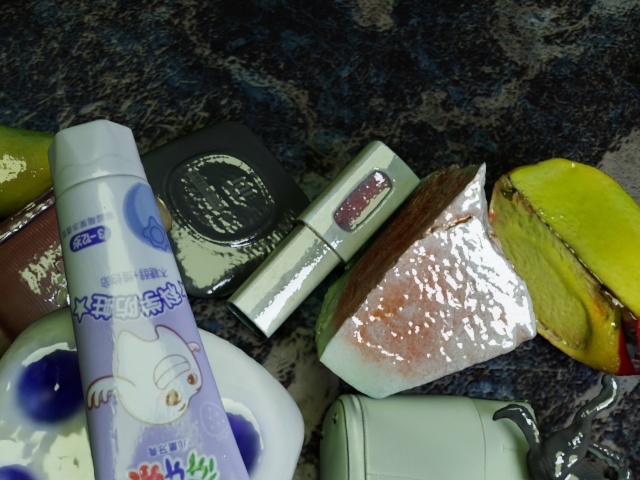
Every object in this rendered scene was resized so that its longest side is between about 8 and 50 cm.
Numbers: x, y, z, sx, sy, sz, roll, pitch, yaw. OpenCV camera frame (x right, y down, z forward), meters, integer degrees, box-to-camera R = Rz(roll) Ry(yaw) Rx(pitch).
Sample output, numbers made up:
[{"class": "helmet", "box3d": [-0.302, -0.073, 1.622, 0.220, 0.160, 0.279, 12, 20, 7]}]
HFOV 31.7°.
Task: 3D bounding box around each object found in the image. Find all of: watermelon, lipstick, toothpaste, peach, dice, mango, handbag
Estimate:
[{"class": "watermelon", "box3d": [0.117, 0.030, 1.235, 0.310, 0.231, 0.193, -35, 106, -52]}, {"class": "lipstick", "box3d": [0.000, 0.000, 1.283, 0.079, 0.077, 0.253, 46, 77, -6]}, {"class": "toothpaste", "box3d": [-0.146, 0.082, 0.908, 0.125, 0.080, 0.371, -10, 71, -18]}, {"class": "peach", "box3d": [0.310, 0.035, 1.287, 0.154, 0.159, 0.267, -30, 67, -28]}, {"class": "dice", "box3d": [-0.181, 0.257, 1.012, 0.277, 0.304, 0.304, 20, 60, 4]}, {"class": "mango", "box3d": [-0.390, -0.083, 1.293, 0.191, 0.085, 0.122, 9, 58, -2]}, {"class": "handbag", "box3d": [0.153, 0.277, 1.195, 0.315, 0.109, 0.241, 10, 61, -18]}]

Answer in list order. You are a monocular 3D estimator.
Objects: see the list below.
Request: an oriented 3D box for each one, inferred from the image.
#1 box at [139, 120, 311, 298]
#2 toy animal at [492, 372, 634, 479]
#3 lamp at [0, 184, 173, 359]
[{"class": "box", "box3d": [-0.124, -0.040, 1.332, 0.201, 0.042, 0.212, -30, 71, -23]}, {"class": "toy animal", "box3d": [0.282, 0.251, 1.163, 0.148, 0.084, 0.233, -29, 83, -34]}, {"class": "lamp", "box3d": [-0.266, 0.025, 1.199, 0.180, 0.180, 0.258, 40, 64, 14]}]
